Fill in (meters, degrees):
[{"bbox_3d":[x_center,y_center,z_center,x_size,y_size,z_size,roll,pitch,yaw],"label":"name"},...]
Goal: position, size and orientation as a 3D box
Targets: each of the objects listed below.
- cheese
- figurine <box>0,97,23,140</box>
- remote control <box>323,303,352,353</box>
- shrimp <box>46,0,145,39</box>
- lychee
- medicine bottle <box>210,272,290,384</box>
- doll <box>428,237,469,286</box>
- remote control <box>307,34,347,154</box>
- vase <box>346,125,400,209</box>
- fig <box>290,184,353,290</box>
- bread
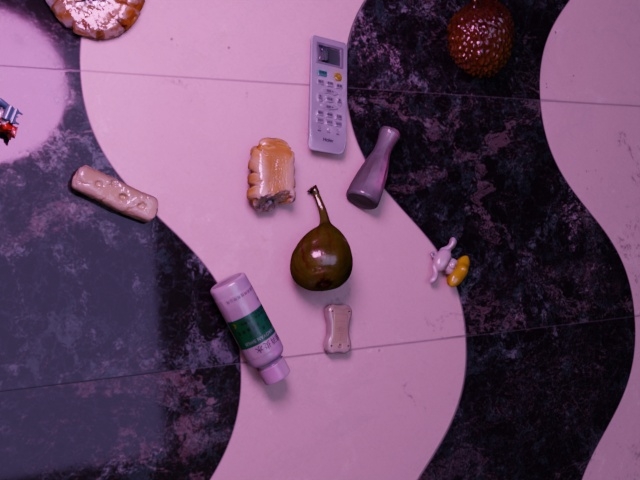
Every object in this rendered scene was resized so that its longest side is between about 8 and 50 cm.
[{"bbox_3d":[-0.441,-0.098,1.762,0.194,0.043,0.064,26,80,-27],"label":"cheese"},{"bbox_3d":[-0.673,-0.255,1.628,0.140,0.068,0.075,18,81,-29],"label":"figurine"},{"bbox_3d":[0.042,0.218,2.010,0.074,0.032,0.122,5,85,-29],"label":"remote control"},{"bbox_3d":[-0.475,-0.617,1.768,0.233,0.071,0.364,15,85,-22],"label":"shrimp"},{"bbox_3d":[0.427,-0.555,2.188,0.200,0.200,0.238,-31,117,-27],"label":"lychee"},{"bbox_3d":[-0.156,0.204,1.869,0.095,0.095,0.260,-32,103,-27],"label":"medicine bottle"},{"bbox_3d":[0.337,0.070,2.169,0.135,0.071,0.113,-35,95,-21],"label":"doll"},{"bbox_3d":[0.013,-0.359,2.025,0.103,0.051,0.293,7,79,-29],"label":"remote control"},{"bbox_3d":[0.141,-0.189,2.070,0.086,0.086,0.214,33,67,-23],"label":"vase"},{"bbox_3d":[0.000,0.000,1.976,0.151,0.151,0.259,17,51,-27],"label":"fig"},{"bbox_3d":[-0.116,-0.153,1.919,0.119,0.084,0.177,5,84,-30],"label":"bread"}]
